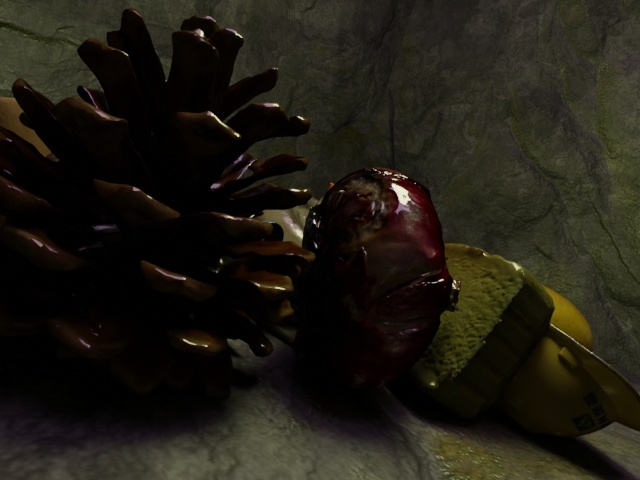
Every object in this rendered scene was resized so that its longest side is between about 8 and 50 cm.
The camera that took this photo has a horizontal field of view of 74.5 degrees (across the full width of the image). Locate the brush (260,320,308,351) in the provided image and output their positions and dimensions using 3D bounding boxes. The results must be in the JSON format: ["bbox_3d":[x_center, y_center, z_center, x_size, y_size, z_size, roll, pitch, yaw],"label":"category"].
[{"bbox_3d":[-0.120,0.132,0.793,0.085,0.020,0.336,17,2,-44],"label":"brush"}]

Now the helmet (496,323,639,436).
[{"bbox_3d":[0.348,0.233,0.667,0.205,0.140,0.257,52,0,-20],"label":"helmet"}]

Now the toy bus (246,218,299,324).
[{"bbox_3d":[-0.078,0.055,0.744,0.125,0.133,0.292,29,-9,47],"label":"toy bus"}]

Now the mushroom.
[{"bbox_3d":[0.000,0.000,1.106,0.362,0.295,0.362,34,21,-15],"label":"mushroom"}]

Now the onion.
[{"bbox_3d":[0.081,0.048,0.597,0.232,0.314,0.314,4,3,-7],"label":"onion"}]

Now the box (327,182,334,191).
[{"bbox_3d":[0.140,0.032,1.396,0.318,0.349,0.257,20,2,9],"label":"box"}]

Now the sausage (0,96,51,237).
[{"bbox_3d":[-0.530,-0.123,0.710,0.123,0.253,0.123,20,6,-2],"label":"sausage"}]

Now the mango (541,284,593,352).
[{"bbox_3d":[0.448,0.192,1.060,0.444,0.221,0.301,27,-15,-3],"label":"mango"}]

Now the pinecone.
[{"bbox_3d":[-0.158,-0.050,0.459,0.384,0.385,0.384,19,1,0],"label":"pinecone"}]

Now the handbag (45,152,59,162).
[{"bbox_3d":[-0.317,-0.052,0.704,0.301,0.149,0.283,19,-33,-12],"label":"handbag"}]

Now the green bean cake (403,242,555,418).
[{"bbox_3d":[0.215,0.134,0.673,0.124,0.236,0.233,40,-5,-21],"label":"green bean cake"}]
